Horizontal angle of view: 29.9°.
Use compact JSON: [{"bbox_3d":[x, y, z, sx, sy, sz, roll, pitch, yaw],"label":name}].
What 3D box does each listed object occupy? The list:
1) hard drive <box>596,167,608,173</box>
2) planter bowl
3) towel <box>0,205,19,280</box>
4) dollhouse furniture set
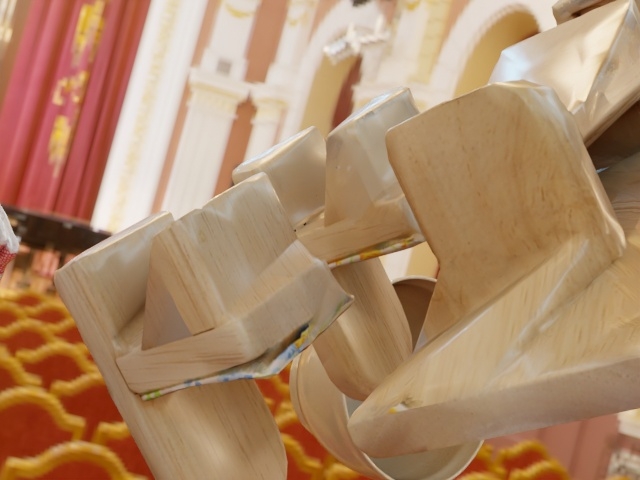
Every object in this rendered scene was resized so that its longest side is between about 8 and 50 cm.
[{"bbox_3d":[0.257,-0.050,1.132,0.255,0.172,0.054,32,-18,-5],"label":"hard drive"},{"bbox_3d":[0.044,0.113,0.949,0.162,0.162,0.109,16,-17,-37],"label":"planter bowl"},{"bbox_3d":[-0.191,-0.014,0.491,0.029,0.144,0.197,-12,-20,-41],"label":"towel"},{"bbox_3d":[0.170,0.012,0.536,0.362,0.256,0.394,-20,10,38],"label":"dollhouse furniture set"}]
